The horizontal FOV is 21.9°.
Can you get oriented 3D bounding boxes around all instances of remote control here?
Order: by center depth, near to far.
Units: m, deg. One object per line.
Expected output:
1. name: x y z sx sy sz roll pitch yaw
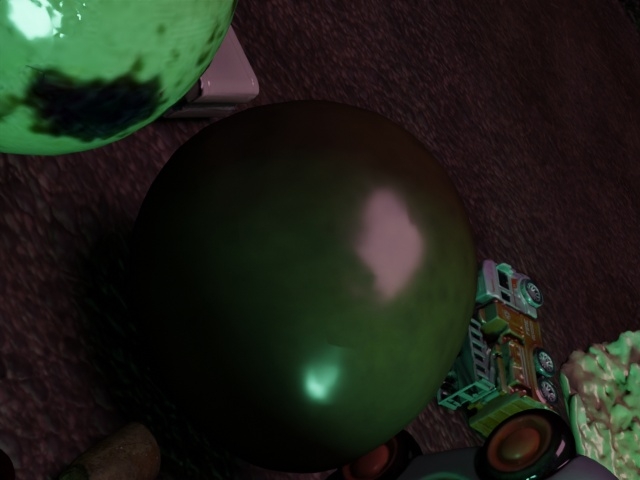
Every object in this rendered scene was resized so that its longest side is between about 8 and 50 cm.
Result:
1. remote control: -0.149 -0.232 1.368 0.277 0.055 0.103 64 24 7

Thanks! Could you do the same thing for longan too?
1. longan: -0.011 0.031 1.140 0.258 0.258 0.258 45 29 -34

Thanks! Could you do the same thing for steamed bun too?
1. steamed bun: 0.395 0.232 1.655 0.273 0.272 0.290 64 19 -63

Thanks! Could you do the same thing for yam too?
1. yam: -0.130 0.145 1.025 0.043 0.043 0.094 62 25 -1

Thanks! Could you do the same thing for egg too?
1. egg: -0.208 -0.226 0.971 0.379 0.287 0.287 46 26 -2

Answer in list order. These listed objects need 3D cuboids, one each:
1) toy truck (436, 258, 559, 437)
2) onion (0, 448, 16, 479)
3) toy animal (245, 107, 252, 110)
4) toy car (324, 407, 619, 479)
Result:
1. toy truck: 0.162 0.099 1.612 0.115 0.080 0.178 31 39 -34
2. onion: -0.231 0.150 0.705 0.140 0.195 0.218 20 -2 -25
3. toy animal: -0.004 0.002 1.395 0.217 0.073 0.176 44 44 -26
4. toy car: 0.104 0.257 1.140 0.180 0.270 0.212 53 44 -31
